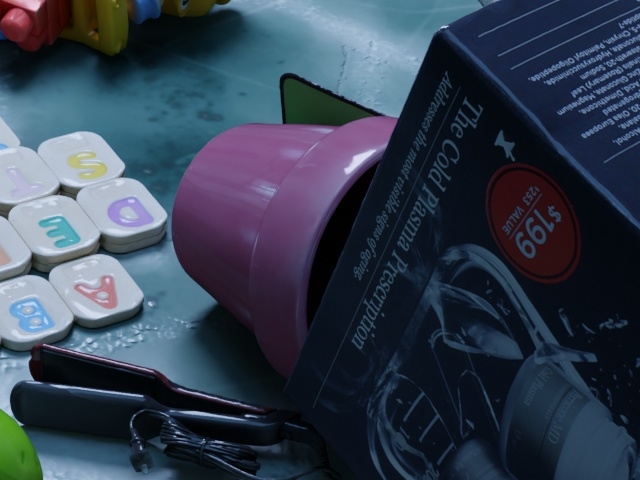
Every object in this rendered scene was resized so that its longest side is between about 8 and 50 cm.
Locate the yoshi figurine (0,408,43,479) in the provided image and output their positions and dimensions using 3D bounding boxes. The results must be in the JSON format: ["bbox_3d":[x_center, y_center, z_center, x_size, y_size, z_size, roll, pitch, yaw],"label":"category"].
[{"bbox_3d":[-0.308,0.130,1.183,0.362,0.203,0.203,26,34,15],"label":"yoshi figurine"}]

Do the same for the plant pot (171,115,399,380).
[{"bbox_3d":[0.000,0.000,1.401,0.201,0.201,0.180,-26,33,-34],"label":"plant pot"}]

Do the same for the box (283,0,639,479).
[{"bbox_3d":[0.176,0.066,1.153,0.179,0.343,0.312,-28,64,-35],"label":"box"}]

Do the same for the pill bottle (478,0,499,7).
[{"bbox_3d":[0.263,-0.160,1.612,0.204,0.204,0.361,-9,41,-19],"label":"pill bottle"}]

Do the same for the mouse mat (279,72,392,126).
[{"bbox_3d":[0.051,-0.040,1.475,0.189,0.153,0.007,25,55,22],"label":"mouse mat"}]

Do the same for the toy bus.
[{"bbox_3d":[-0.196,-0.232,1.703,0.220,0.149,0.211,19,53,11],"label":"toy bus"}]

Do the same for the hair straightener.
[{"bbox_3d":[-0.099,0.134,1.330,0.230,0.047,0.089,16,39,5],"label":"hair straightener"}]

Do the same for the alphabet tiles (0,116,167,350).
[{"bbox_3d":[-0.267,-0.011,1.499,0.284,0.021,0.278,-17,44,-27],"label":"alphabet tiles"}]
